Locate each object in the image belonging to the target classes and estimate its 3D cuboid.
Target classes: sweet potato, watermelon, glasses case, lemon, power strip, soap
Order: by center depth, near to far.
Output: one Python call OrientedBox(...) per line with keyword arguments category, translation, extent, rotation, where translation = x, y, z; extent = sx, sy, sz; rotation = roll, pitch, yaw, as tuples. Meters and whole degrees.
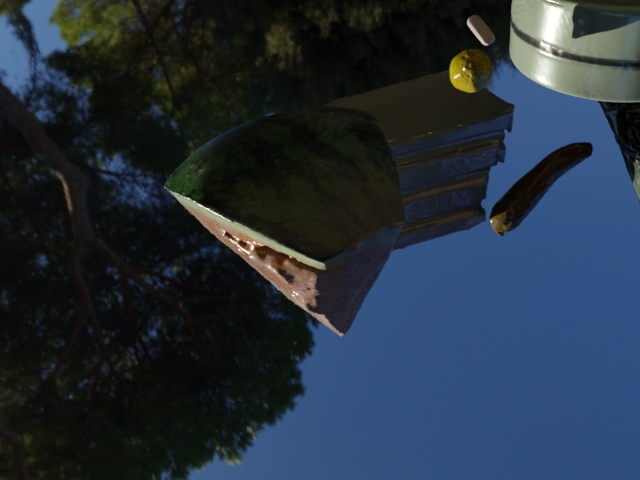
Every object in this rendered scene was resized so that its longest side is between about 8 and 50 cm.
OrientedBox(category="watermelon", translation=(0.016, -0.038, 0.877), extent=(0.250, 0.292, 0.283), rotation=(-48, -135, -1))
OrientedBox(category="lemon", translation=(0.226, -0.254, 1.068), extent=(0.065, 0.092, 0.065), rotation=(-1, -95, 13))
OrientedBox(category="power strip", translation=(0.476, -0.377, 1.168), extent=(0.358, 0.161, 0.357), rotation=(-4, -138, 3))
OrientedBox(category="soap", translation=(0.146, -0.149, 1.502), extent=(0.435, 0.350, 0.213), rotation=(-18, -126, -18))
OrientedBox(category="sweet potato", translation=(0.466, -0.120, 1.532), extent=(0.273, 0.075, 0.075), rotation=(-48, -131, 21))
OrientedBox(category="glasses case", translation=(0.371, -0.486, 1.642), extent=(0.032, 0.021, 0.083), rotation=(-33, -108, -1))

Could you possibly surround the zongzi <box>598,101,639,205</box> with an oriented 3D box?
OrientedBox(category="zongzi", translation=(0.794, -0.277, 1.435), extent=(0.383, 0.319, 0.362), rotation=(-19, -179, 45))
